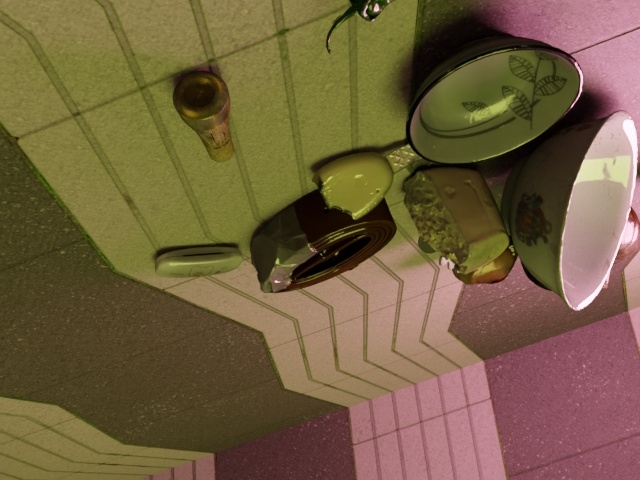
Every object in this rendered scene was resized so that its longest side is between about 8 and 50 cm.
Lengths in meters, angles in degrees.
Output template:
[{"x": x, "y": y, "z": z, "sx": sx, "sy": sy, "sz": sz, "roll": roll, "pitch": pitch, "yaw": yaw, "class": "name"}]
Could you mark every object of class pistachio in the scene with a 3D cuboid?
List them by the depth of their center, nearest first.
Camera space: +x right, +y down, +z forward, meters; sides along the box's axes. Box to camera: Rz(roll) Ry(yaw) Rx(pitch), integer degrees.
[{"x": 0.449, "y": 0.039, "z": 1.945, "sx": 0.210, "sy": 0.131, "sz": 0.165, "roll": -36, "pitch": 111, "yaw": 27, "class": "pistachio"}]

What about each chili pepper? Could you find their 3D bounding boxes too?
[{"x": 0.123, "y": -0.361, "z": 0.989, "sx": 0.278, "sy": 0.065, "sz": 0.122, "roll": -22, "pitch": 151, "yaw": -1, "class": "chili pepper"}]

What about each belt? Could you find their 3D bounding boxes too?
[{"x": 0.000, "y": 0.000, "z": 1.569, "sx": 0.338, "sy": 0.122, "sz": 0.217, "roll": -30, "pitch": 153, "yaw": 24, "class": "belt"}]

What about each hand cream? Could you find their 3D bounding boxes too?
[{"x": -0.172, "y": -0.185, "z": 1.152, "sx": 0.084, "sy": 0.084, "sz": 0.203, "roll": -17, "pitch": 162, "yaw": -2, "class": "hand cream"}]

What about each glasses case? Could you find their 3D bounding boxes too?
[{"x": -0.264, "y": 0.048, "z": 1.577, "sx": 0.193, "sy": 0.049, "sz": 0.074, "roll": -5, "pitch": 151, "yaw": -28, "class": "glasses case"}]

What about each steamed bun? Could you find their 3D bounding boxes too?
[{"x": 0.289, "y": -0.030, "z": 1.569, "sx": 0.200, "sy": 0.226, "sz": 0.170, "roll": -4, "pitch": 151, "yaw": -29, "class": "steamed bun"}]

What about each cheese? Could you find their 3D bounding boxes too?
[{"x": 0.117, "y": -0.135, "z": 1.415, "sx": 0.255, "sy": 0.127, "sz": 0.050, "roll": -28, "pitch": -162, "yaw": -1, "class": "cheese"}]

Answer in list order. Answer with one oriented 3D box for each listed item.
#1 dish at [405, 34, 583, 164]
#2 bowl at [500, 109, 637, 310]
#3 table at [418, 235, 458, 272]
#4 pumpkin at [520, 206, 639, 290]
[{"x": 0.285, "y": -0.261, "z": 1.250, "sx": 0.316, "sy": 0.106, "sz": 0.316, "roll": -12, "pitch": 153, "yaw": -6, "class": "dish"}, {"x": 0.519, "y": -0.080, "z": 1.571, "sx": 0.196, "sy": 0.435, "sz": 0.434, "roll": 16, "pitch": 175, "yaw": 35, "class": "bowl"}, {"x": 0.344, "y": -0.005, "z": 1.755, "sx": 0.166, "sy": 0.167, "sz": 0.198, "roll": -27, "pitch": 161, "yaw": 20, "class": "table"}, {"x": 0.695, "y": 0.000, "z": 1.862, "sx": 0.324, "sy": 0.242, "sz": 0.232, "roll": -28, "pitch": 162, "yaw": -11, "class": "pumpkin"}]
